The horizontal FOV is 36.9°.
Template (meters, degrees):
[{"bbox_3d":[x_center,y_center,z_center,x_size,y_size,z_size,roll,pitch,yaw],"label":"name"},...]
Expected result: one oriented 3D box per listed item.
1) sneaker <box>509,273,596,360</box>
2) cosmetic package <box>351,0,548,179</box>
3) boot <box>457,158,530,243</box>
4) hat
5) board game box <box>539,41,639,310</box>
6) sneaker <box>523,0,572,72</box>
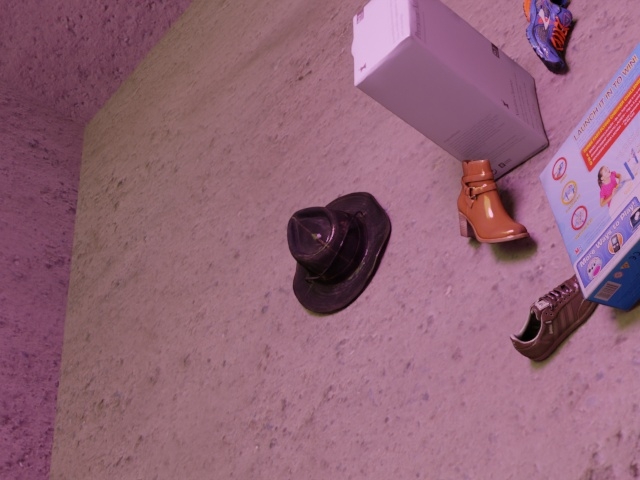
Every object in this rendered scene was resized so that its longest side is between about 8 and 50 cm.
[{"bbox_3d":[0.390,0.115,1.585,0.188,0.071,0.066,-55,31,7],"label":"sneaker"},{"bbox_3d":[0.246,-0.309,1.848,0.156,0.385,0.217,-36,39,33],"label":"cosmetic package"},{"bbox_3d":[0.316,-0.075,1.790,0.197,0.073,0.152,14,108,61],"label":"boot"},{"bbox_3d":[0.000,0.000,2.178,0.331,0.134,0.331,-35,39,35],"label":"hat"},{"bbox_3d":[0.497,-0.103,1.518,0.302,0.086,0.308,-96,28,-46],"label":"board game box"},{"bbox_3d":[0.467,-0.432,1.940,0.087,0.083,0.221,-26,47,31],"label":"sneaker"}]
